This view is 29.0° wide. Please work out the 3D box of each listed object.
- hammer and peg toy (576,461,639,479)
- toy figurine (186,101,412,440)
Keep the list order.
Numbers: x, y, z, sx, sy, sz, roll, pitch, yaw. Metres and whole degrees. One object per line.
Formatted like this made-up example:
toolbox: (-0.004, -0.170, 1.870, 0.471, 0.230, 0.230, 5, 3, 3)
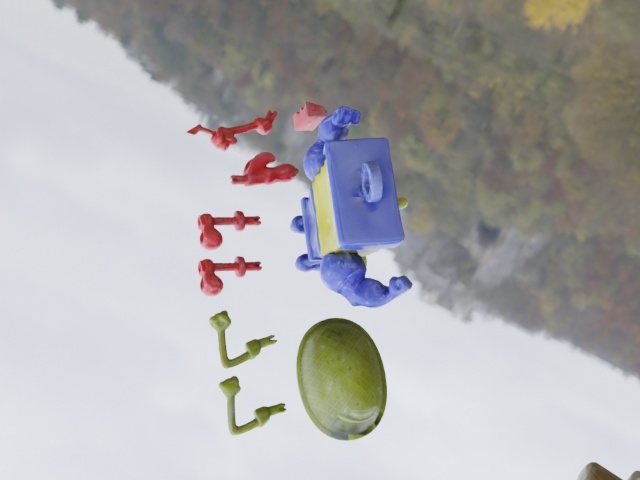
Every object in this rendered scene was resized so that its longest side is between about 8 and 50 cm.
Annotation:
hammer and peg toy: (0.297, 0.294, 1.143, 0.127, 0.361, 0.266, 33, 178, -1)
toy figurine: (0.000, 0.000, 1.204, 0.191, 0.362, 0.217, 1, 161, -22)
